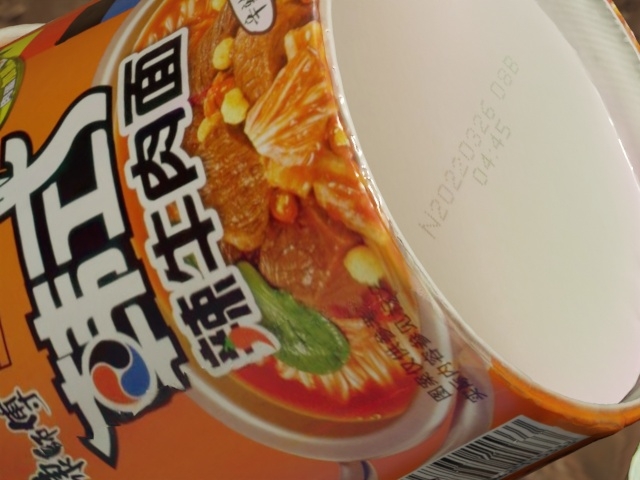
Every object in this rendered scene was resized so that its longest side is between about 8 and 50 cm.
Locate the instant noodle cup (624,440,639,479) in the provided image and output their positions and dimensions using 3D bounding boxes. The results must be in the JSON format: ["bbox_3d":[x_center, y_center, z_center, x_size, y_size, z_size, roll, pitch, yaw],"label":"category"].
[{"bbox_3d":[0.262,0.219,0.893,0.311,0.311,0.221,21,127,25],"label":"instant noodle cup"}]

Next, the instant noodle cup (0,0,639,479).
[{"bbox_3d":[0.000,0.000,0.605,0.192,0.250,0.250,-26,101,37],"label":"instant noodle cup"}]
